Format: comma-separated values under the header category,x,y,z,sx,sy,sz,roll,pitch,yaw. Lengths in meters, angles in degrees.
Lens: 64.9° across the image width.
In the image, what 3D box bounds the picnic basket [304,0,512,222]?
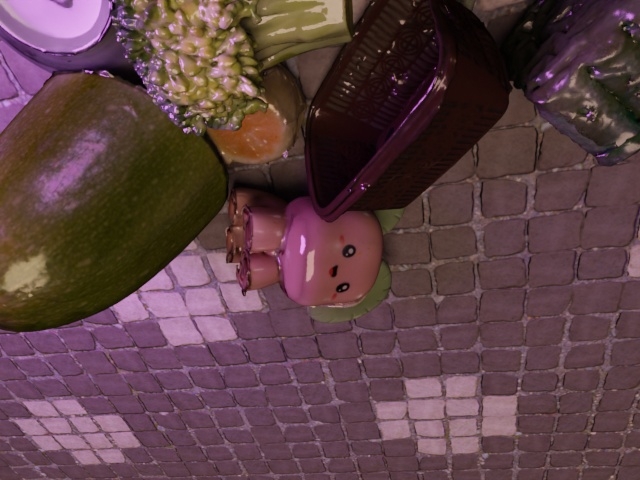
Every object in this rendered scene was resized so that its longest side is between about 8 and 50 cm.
category,x,y,z,sx,sy,sz,roll,pitch,yaw
picnic basket,0.096,-0.161,0.628,0.129,0.223,0.297,7,147,-27

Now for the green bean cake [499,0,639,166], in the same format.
category,x,y,z,sx,sy,sz,roll,pitch,yaw
green bean cake,0.321,-0.236,0.520,0.132,0.241,0.255,31,126,-12

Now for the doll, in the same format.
category,x,y,z,sx,sy,sz,roll,pitch,yaw
doll,0.000,0.000,0.802,0.268,0.216,0.285,0,113,-23

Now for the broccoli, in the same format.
category,x,y,z,sx,sy,sz,roll,pitch,yaw
broccoli,-0.086,-0.244,0.521,0.243,0.247,0.263,-3,152,6

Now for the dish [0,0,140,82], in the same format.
category,x,y,z,sx,sy,sz,roll,pitch,yaw
dish,-0.316,-0.321,0.604,0.316,0.106,0.317,3,129,4

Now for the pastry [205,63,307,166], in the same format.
category,x,y,z,sx,sy,sz,roll,pitch,yaw
pastry,-0.099,-0.178,0.707,0.165,0.088,0.166,5,128,6

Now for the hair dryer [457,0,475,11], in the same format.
category,x,y,z,sx,sy,sz,roll,pitch,yaw
hair dryer,0.149,-0.327,0.494,0.092,0.229,0.267,45,132,22

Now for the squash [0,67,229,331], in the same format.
category,x,y,z,sx,sy,sz,roll,pitch,yaw
squash,-0.319,-0.014,0.673,0.310,0.309,0.310,12,144,9
